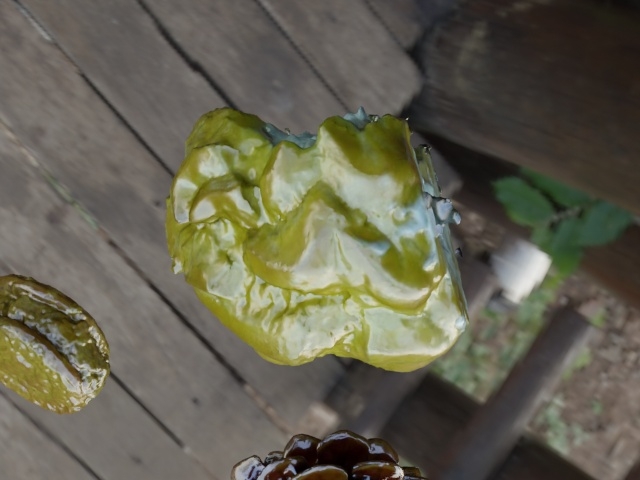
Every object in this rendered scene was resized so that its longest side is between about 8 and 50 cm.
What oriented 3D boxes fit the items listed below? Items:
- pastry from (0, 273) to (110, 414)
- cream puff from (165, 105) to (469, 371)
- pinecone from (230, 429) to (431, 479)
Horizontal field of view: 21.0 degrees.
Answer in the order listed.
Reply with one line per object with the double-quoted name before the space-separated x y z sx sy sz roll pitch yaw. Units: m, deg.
"pastry" -0.190 0.070 1.167 0.057 0.109 0.097 -59 163 -26
"cream puff" -0.001 0.000 0.817 0.156 0.156 0.121 2 89 -28
"pinecone" 0.012 0.250 1.295 0.208 0.208 0.207 -8 109 -26
